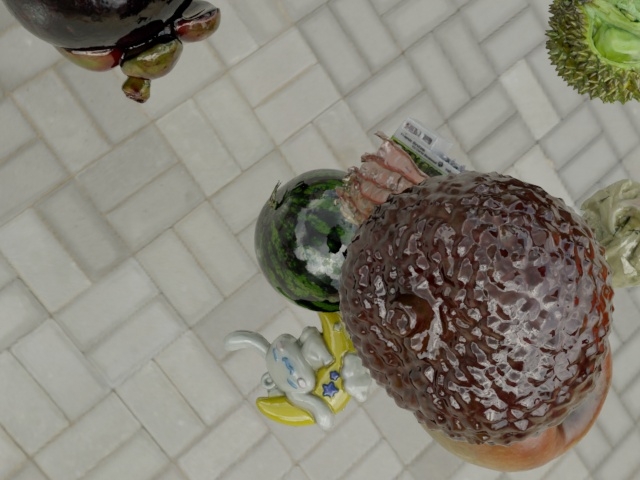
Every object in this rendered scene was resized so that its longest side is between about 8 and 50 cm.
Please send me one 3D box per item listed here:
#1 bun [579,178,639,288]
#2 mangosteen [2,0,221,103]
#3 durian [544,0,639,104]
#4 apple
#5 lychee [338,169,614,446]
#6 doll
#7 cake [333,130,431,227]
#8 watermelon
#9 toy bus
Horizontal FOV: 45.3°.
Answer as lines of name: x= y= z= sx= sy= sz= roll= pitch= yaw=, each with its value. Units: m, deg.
bun: x=0.582 y=-0.017 z=1.477 sx=0.116 sy=0.237 sz=0.209 roll=25 pitch=48 yaw=-41
mangosteen: x=-0.372 y=-0.476 z=1.393 sx=0.382 sy=0.382 sz=0.435 roll=-40 pitch=113 yaw=-20
durian: x=0.446 y=-0.319 z=1.165 sx=0.200 sy=0.176 sz=0.236 roll=-5 pitch=75 yaw=-5
apple: x=0.305 y=0.213 z=1.300 sx=0.339 sy=0.305 sz=0.338 roll=-18 pitch=118 yaw=-37
lychee: x=0.149 y=0.058 z=0.725 sx=0.261 sy=0.261 sz=0.260 roll=1 pitch=88 yaw=-24
doll: x=-0.034 y=0.241 z=1.457 sx=0.237 sy=0.111 sz=0.252 roll=-30 pitch=82 yaw=6
cake: x=0.073 y=-0.062 z=0.918 sx=0.135 sy=0.287 sz=0.098 roll=42 pitch=97 yaw=24
watermelon: x=0.004 y=0.003 z=1.394 sx=0.269 sy=0.269 sz=0.268 roll=1 pitch=88 yaw=-24
toy bus: x=0.271 y=-0.139 z=1.686 sx=0.113 sy=0.302 sz=0.139 roll=2 pitch=125 yaw=-58
